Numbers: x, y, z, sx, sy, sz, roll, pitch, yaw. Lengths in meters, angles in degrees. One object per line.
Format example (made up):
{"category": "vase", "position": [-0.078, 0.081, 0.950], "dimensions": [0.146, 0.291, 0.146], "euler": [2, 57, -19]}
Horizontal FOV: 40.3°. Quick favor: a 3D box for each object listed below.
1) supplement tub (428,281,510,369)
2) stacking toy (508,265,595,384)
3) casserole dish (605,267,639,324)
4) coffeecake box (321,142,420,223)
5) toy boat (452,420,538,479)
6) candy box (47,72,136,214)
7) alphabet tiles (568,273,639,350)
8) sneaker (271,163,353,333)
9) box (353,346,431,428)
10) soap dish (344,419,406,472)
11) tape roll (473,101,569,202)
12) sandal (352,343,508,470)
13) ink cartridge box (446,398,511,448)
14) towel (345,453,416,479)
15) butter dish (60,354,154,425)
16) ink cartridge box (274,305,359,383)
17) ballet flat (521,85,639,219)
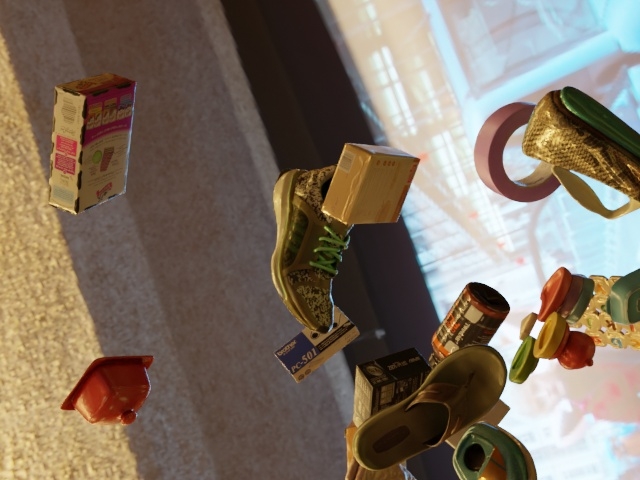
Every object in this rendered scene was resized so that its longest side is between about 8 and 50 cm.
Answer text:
{"category": "supplement tub", "position": [0.296, 0.188, 1.781], "dimensions": [0.106, 0.197, 0.106], "euler": [23, -155, -11]}
{"category": "stacking toy", "position": [0.610, 0.243, 2.235], "dimensions": [0.131, 0.279, 0.309], "euler": [25, -134, 2]}
{"category": "casserole dish", "position": [0.641, 0.101, 1.694], "dimensions": [0.037, 0.189, 0.114], "euler": [47, 156, 54]}
{"category": "coffeecake box", "position": [0.102, -0.110, 1.708], "dimensions": [0.068, 0.142, 0.186], "euler": [30, -161, 32]}
{"category": "toy boat", "position": [0.387, 0.610, 2.126], "dimensions": [0.148, 0.318, 0.267], "euler": [22, -175, -32]}
{"category": "candy box", "position": [-0.426, -0.183, 1.629], "dimensions": [0.159, 0.071, 0.233], "euler": [-39, -36, -60]}
{"category": "alphabet tiles", "position": [0.784, 0.193, 2.374], "dimensions": [0.021, 0.284, 0.278], "euler": [-54, -50, -36]}
{"category": "sneaker", "position": [0.000, 0.000, 1.928], "dimensions": [0.158, 0.182, 0.410], "euler": [18, -122, -45]}
{"category": "box", "position": [0.156, 0.341, 1.917], "dimensions": [0.077, 0.148, 0.180], "euler": [-129, 31, -47]}
{"category": "soap dish", "position": [0.140, 0.528, 2.175], "dimensions": [0.291, 0.118, 0.228], "euler": [-17, -75, -77]}
{"category": "tape roll", "position": [0.572, -0.248, 2.449], "dimensions": [0.274, 0.275, 0.090], "euler": [59, 174, -23]}
{"category": "sandal", "position": [0.191, 0.294, 1.462], "dimensions": [0.120, 0.303, 0.086], "euler": [52, -179, -4]}
{"category": "ink cartridge box", "position": [0.407, 0.499, 2.613], "dimensions": [0.198, 0.197, 0.270], "euler": [41, 176, 2]}
{"category": "towel", "position": [0.113, 0.617, 1.866], "dimensions": [0.332, 0.054, 0.316], "euler": [55, -130, -49]}
{"category": "butter dish", "position": [-0.405, 0.316, 1.739], "dimensions": [0.160, 0.160, 0.118], "euler": [8, -143, -53]}
{"category": "ink cartridge box", "position": [-0.009, 0.268, 2.268], "dimensions": [0.097, 0.207, 0.046], "euler": [45, 167, 42]}
{"category": "ballet flat", "position": [0.579, -0.097, 1.549], "dimensions": [0.483, 0.182, 0.164], "euler": [28, -142, 3]}
